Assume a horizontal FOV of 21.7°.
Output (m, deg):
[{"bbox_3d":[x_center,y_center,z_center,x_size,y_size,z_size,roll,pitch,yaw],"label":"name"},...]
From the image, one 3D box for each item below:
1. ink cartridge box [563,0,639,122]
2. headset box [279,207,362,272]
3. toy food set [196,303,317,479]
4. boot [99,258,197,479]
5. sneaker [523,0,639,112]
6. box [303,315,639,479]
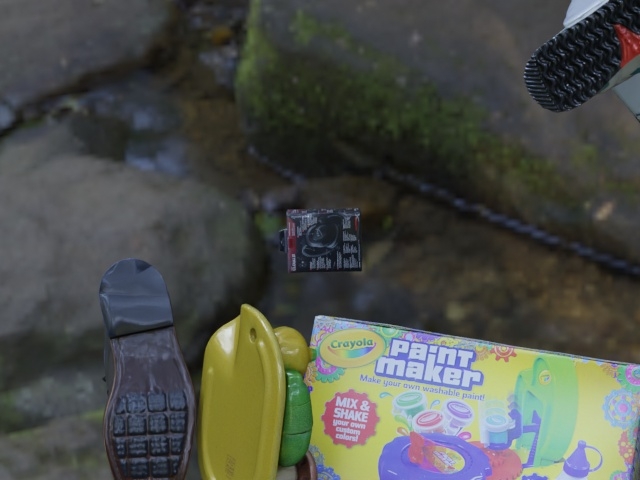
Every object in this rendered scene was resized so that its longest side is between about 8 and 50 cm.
[{"bbox_3d":[0.279,-0.124,1.201,0.087,0.208,0.153,-35,15,30],"label":"ink cartridge box"},{"bbox_3d":[0.000,0.000,1.678,0.083,0.062,0.032,-2,8,2],"label":"headset box"},{"bbox_3d":[-0.044,0.159,1.370,0.071,0.217,0.128,0,14,-32],"label":"toy food set"},{"bbox_3d":[-0.148,0.127,1.439,0.082,0.219,0.106,-4,-4,-5],"label":"boot"},{"bbox_3d":[0.204,-0.139,1.051,0.161,0.057,0.075,-31,5,20],"label":"sneaker"},{"bbox_3d":[0.144,0.193,1.527,0.290,0.279,0.177,8,79,14],"label":"box"}]
